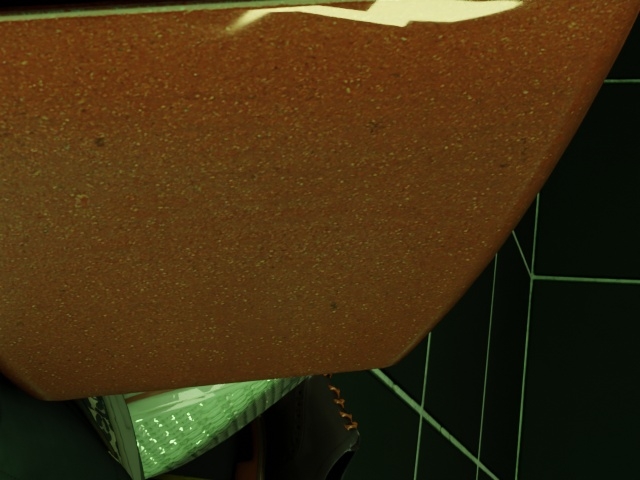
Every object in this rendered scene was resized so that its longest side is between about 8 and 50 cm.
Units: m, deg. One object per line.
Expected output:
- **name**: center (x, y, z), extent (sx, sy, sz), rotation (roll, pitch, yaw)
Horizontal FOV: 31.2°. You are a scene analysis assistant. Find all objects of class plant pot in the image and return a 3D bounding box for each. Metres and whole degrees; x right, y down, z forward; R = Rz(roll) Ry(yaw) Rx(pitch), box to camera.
- **plant pot**: center (-0.054, -0.079, 0.496), extent (0.235, 0.267, 0.267), rotation (95, -13, -45)

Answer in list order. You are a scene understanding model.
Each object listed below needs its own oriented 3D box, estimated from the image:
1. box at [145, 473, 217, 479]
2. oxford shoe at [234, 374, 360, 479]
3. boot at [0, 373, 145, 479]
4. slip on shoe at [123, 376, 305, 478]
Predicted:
- **box**: center (0.037, 0.283, 0.765), extent (0.079, 0.322, 0.257), rotation (-65, 151, -47)
- **oxford shoe**: center (-0.009, 0.139, 0.963), extent (0.097, 0.098, 0.271), rotation (18, 75, -71)
- **boot**: center (-0.134, 0.145, 0.519), extent (0.236, 0.085, 0.178), rotation (67, 10, 25)
- **slip on shoe**: center (-0.069, 0.073, 0.793), extent (0.101, 0.123, 0.331), rotation (49, 30, 8)
